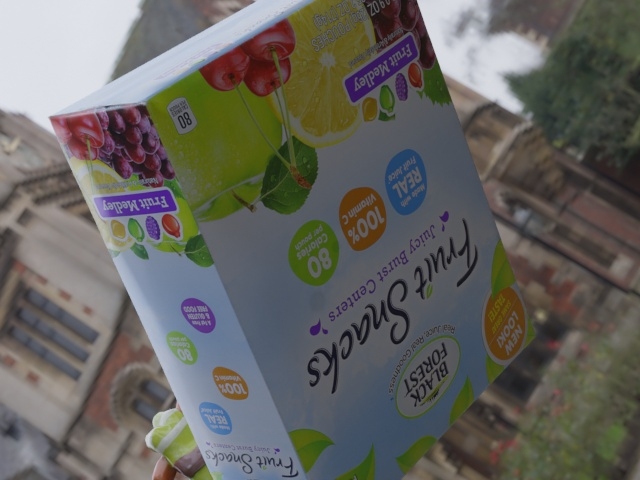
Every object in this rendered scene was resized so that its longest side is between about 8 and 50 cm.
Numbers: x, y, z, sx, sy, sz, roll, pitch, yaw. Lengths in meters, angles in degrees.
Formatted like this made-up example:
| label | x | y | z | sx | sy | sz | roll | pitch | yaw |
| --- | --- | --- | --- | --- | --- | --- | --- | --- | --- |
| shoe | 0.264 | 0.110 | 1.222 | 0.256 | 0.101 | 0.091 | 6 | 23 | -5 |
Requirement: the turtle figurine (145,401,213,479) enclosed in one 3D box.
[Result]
| label | x | y | z | sx | sy | sz | roll | pitch | yaw |
| --- | --- | --- | --- | --- | --- | --- | --- | --- | --- |
| turtle figurine | -0.021 | 0.203 | 0.650 | 0.087 | 0.269 | 0.217 | -29 | 6 | 46 |

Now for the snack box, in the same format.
| label | x | y | z | sx | sy | sz | roll | pitch | yaw |
| --- | --- | --- | --- | --- | --- | --- | --- | --- | --- |
| snack box | 0.000 | 0.000 | 0.575 | 0.174 | 0.070 | 0.207 | -39 | -64 | -40 |
